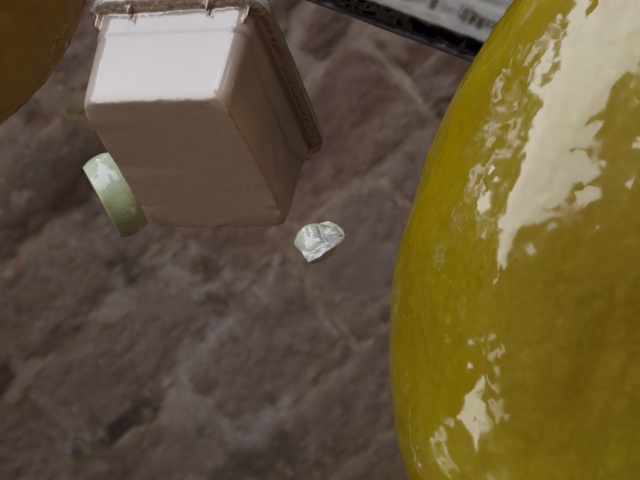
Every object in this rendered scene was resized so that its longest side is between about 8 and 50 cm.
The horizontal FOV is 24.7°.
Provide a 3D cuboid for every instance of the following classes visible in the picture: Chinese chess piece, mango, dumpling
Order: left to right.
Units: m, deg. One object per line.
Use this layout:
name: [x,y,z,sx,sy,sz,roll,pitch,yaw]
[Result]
Chinese chess piece: [-0.196,-0.043,1.395,0.034,0.084,0.084,-28,-1,-7]
dumpling: [-0.002,-0.002,1.847,0.057,0.052,0.076,-45,-10,10]
mango: [0.128,0.008,0.595,0.142,0.195,0.331,-31,-55,-83]

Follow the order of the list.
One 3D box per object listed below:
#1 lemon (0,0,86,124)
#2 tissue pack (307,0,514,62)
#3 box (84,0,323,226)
lemon: [-0.269,-0.183,0.874,0.293,0.293,0.293,-41,0,0]
tissue pack: [0.055,-0.238,1.133,0.259,0.361,0.122,-79,10,-70]
box: [-0.056,-0.058,0.690,0.122,0.089,0.062,66,-151,-53]
